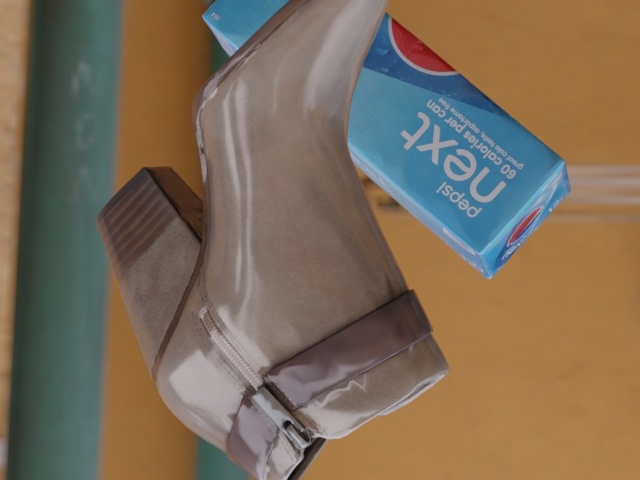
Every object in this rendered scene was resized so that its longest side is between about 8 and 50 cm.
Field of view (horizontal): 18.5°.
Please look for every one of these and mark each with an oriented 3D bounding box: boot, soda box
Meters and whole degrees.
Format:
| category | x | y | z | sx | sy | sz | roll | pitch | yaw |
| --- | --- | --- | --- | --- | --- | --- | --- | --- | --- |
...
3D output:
| category | x | y | z | sx | sy | sz | roll | pitch | yaw |
| --- | --- | --- | --- | --- | --- | --- | --- | --- | --- |
| boot | 0.000 | 0.000 | 0.467 | 0.118 | 0.087 | 0.042 | -46 | 166 | 29 |
| soda box | 0.036 | -0.076 | 1.089 | 0.210 | 0.071 | 0.067 | 42 | 177 | 15 |
